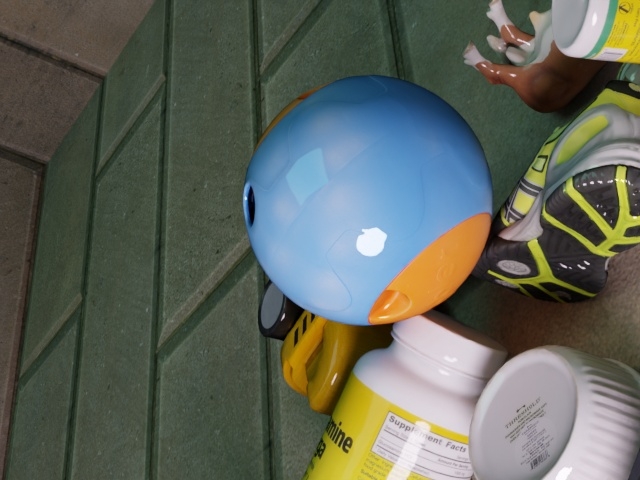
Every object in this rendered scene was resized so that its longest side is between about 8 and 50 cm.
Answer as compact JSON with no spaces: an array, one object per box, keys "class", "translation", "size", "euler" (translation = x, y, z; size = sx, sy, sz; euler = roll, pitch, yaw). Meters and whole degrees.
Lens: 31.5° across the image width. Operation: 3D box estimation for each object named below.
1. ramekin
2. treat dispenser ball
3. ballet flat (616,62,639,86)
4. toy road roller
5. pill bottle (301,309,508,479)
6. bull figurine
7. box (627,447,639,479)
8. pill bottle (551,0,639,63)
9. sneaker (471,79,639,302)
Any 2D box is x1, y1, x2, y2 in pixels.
[{"class":"ramekin","translation":[0.253,0.210,1.215],"size":[0.207,0.109,0.207],"euler":[-40,35,36]},{"class":"treat dispenser ball","translation":[0.054,-0.046,1.308],"size":[0.288,0.288,0.288],"euler":[-41,38,43]},{"class":"ballet flat","translation":[0.388,-0.143,1.229],"size":[0.123,0.123,0.349],"euler":[-53,31,29]},{"class":"toy road roller","translation":[0.071,0.100,1.541],"size":[0.330,0.202,0.241],"euler":[-56,30,32]},{"class":"pill bottle","translation":[0.097,0.255,1.397],"size":[0.334,0.187,0.188],"euler":[-66,27,5]},{"class":"bull figurine","translation":[0.319,-0.281,1.391],"size":[0.310,0.188,0.101],"euler":[-53,12,41]},{"class":"box","translation":[0.436,0.149,0.956],"size":[0.318,0.097,0.395],"euler":[22,90,60]},{"class":"pill bottle","translation":[0.355,-0.238,1.168],"size":[0.117,0.208,0.118],"euler":[-176,90,-80]},{"class":"sneaker","translation":[0.283,-0.039,1.279],"size":[0.385,0.145,0.147],"euler":[129,160,-65]}]
